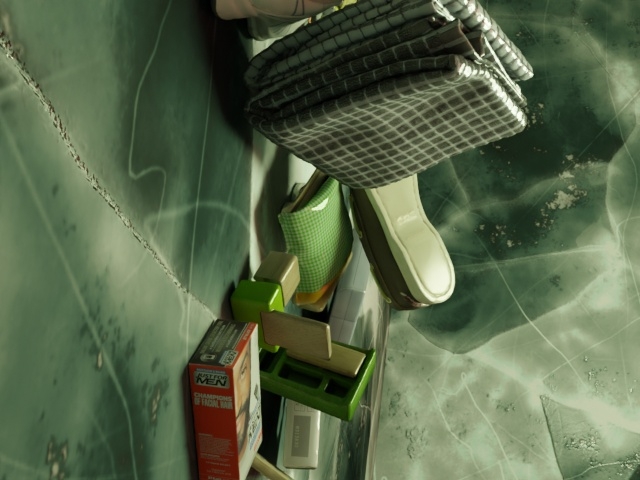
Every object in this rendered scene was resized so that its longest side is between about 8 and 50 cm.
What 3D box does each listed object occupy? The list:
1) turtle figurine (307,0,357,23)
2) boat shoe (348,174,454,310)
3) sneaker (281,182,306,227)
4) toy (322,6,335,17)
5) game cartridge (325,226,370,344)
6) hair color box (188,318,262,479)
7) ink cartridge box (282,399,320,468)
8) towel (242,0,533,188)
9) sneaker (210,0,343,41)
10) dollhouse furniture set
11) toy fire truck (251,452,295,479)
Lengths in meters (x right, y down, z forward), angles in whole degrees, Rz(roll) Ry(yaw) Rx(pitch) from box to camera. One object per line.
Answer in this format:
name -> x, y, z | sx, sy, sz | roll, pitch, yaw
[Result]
turtle figurine -> 0.033, -0.347, 1.301 | 0.270, 0.087, 0.217 | -74, 165, -47
boat shoe -> 0.090, -0.054, 1.189 | 0.116, 0.096, 0.324 | -19, 86, -40
sneaker -> -0.019, -0.047, 1.243 | 0.135, 0.058, 0.052 | -67, 160, -60
toy -> 0.017, -0.378, 1.066 | 0.237, 0.056, 0.137 | -107, -169, -50
game cartridge -> 0.042, 0.132, 1.521 | 0.294, 0.060, 0.196 | 104, -2, -46
hair color box -> -0.103, 0.184, 0.914 | 0.093, 0.053, 0.167 | -64, 155, -61
ink cartridge box -> -0.025, 0.252, 1.231 | 0.225, 0.056, 0.181 | 88, 5, -73
towel -> 0.084, -0.164, 0.952 | 0.235, 0.283, 0.121 | 27, 54, -52
sneaker -> -0.028, -0.276, 0.894 | 0.297, 0.129, 0.111 | -54, 144, -73
dollhouse furniture set -> 0.023, 0.048, 1.095 | 0.198, 0.151, 0.301 | 85, 26, -45
toy fire truck -> -0.033, 0.403, 1.149 | 0.217, 0.158, 0.246 | 167, -84, -65
